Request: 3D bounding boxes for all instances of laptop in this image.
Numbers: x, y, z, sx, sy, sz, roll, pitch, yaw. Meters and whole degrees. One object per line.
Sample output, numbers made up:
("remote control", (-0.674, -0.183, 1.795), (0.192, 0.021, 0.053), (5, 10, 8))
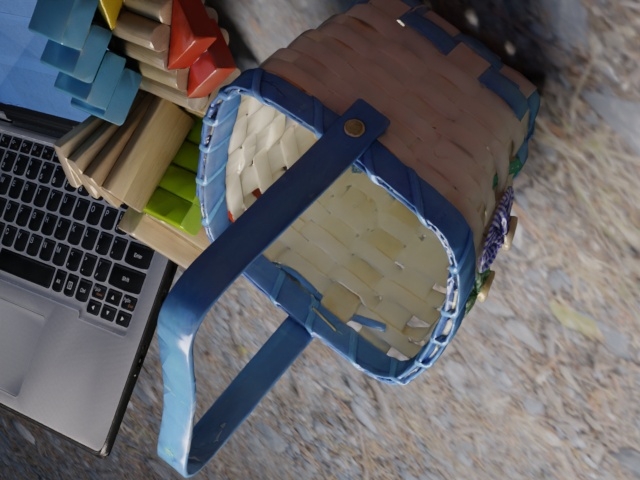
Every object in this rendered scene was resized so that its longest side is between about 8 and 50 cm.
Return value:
("laptop", (-0.308, -0.071, 1.673), (0.236, 0.408, 0.382), (21, 177, -40))

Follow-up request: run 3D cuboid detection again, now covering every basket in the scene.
("basket", (0.000, 0.000, 1.174), (0.201, 0.289, 0.255), (41, 157, 13))

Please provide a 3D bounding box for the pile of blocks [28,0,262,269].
("pile of blocks", (-0.115, -0.106, 1.381), (0.112, 0.149, 0.362), (24, 148, 42))
